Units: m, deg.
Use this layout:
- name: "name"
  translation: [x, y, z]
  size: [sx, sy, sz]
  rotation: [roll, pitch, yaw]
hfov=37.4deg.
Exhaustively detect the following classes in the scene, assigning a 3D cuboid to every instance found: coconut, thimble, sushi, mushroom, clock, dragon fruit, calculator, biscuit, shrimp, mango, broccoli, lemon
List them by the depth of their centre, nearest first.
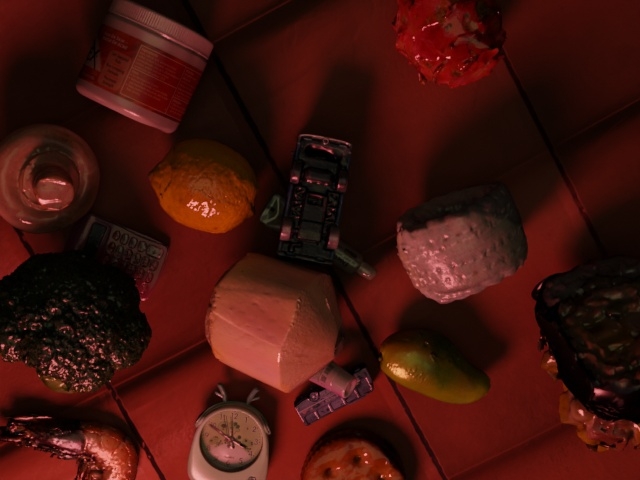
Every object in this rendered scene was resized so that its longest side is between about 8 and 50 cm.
- name: "mushroom"
  translation: [-0.517, -0.113, 1.740]
  size: [0.206, 0.209, 0.206]
  rotation: [0, 94, 6]
- name: "broccoli"
  translation: [-0.475, 0.161, 1.745]
  size: [0.297, 0.297, 0.297]
  rotation: [28, 130, -5]
- name: "dragon fruit"
  translation: [0.229, -0.414, 1.753]
  size: [0.205, 0.210, 0.268]
  rotation: [-26, 101, 28]
- name: "coconut"
  translation: [-0.070, 0.153, 1.758]
  size: [0.244, 0.239, 0.239]
  rotation: [22, 95, 16]
- name: "lemon"
  translation: [-0.212, -0.103, 1.770]
  size: [0.193, 0.180, 0.180]
  rotation: [30, 94, 16]
- name: "sushi"
  translation: [0.587, 0.218, 1.784]
  size: [0.328, 0.328, 0.285]
  rotation: [-24, 134, -5]
- name: "thimble"
  translation: [0.265, 0.003, 1.791]
  size: [0.250, 0.205, 0.172]
  rotation: [-24, 103, -17]
- name: "calculator"
  translation: [-0.400, 0.030, 1.847]
  size: [0.190, 0.034, 0.127]
  rotation: [24, 93, -11]
- name: "mango"
  translation: [0.225, 0.246, 1.861]
  size: [0.233, 0.111, 0.125]
  rotation: [19, 99, -6]
- name: "shrimp"
  translation: [-0.513, 0.452, 1.871]
  size: [0.290, 0.054, 0.222]
  rotation: [18, 95, -8]
- name: "clock"
  translation: [-0.173, 0.386, 1.876]
  size: [0.159, 0.066, 0.211]
  rotation: [9, 95, -4]
- name: "biscuit"
  translation: [0.066, 0.489, 1.898]
  size: [0.220, 0.066, 0.220]
  rotation: [0, 95, -4]

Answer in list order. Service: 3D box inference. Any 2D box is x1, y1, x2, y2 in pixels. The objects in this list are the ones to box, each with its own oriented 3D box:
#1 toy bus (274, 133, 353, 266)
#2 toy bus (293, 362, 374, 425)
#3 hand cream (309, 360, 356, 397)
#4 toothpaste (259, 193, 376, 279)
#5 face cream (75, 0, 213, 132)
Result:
- name: "toy bus"
  translation: [-0.015, -0.072, 1.789]
  size: [0.116, 0.133, 0.234]
  rotation: [11, 82, -4]
- name: "toy bus"
  translation: [0.028, 0.306, 1.888]
  size: [0.166, 0.047, 0.065]
  rotation: [-28, 99, 1]
- name: "hand cream"
  translation: [-0.011, 0.246, 1.857]
  size: [0.174, 0.047, 0.076]
  rotation: [28, 93, 26]
- name: "toothpaste"
  translation: [0.000, 0.000, 1.860]
  size: [0.255, 0.037, 0.067]
  rotation: [32, 88, -2]
- name: "face cream"
  translation: [-0.321, -0.318, 1.730]
  size: [0.201, 0.201, 0.187]
  rotation: [25, 94, -5]
